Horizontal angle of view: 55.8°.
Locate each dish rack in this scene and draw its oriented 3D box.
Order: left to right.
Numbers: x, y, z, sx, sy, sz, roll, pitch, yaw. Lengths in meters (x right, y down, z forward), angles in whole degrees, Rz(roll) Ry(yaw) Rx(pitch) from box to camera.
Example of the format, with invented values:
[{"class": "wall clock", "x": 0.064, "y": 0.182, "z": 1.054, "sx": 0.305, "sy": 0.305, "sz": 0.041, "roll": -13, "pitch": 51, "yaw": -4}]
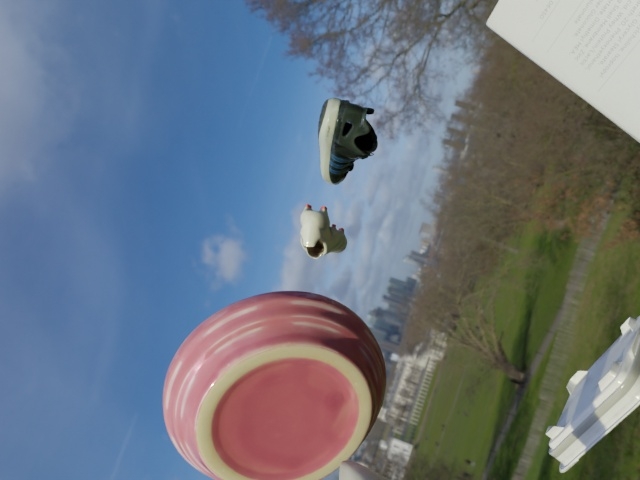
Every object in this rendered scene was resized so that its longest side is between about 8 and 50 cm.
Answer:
[{"class": "dish rack", "x": 0.587, "y": 0.303, "z": 1.259, "sx": 0.285, "sy": 0.072, "sz": 0.333, "roll": -38, "pitch": -23, "yaw": -44}]

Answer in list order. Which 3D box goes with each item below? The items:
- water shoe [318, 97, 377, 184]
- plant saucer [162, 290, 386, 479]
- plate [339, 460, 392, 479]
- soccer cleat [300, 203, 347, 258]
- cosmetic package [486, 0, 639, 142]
[{"class": "water shoe", "x": 0.043, "y": -0.132, "z": 0.891, "sx": 0.203, "sy": 0.080, "sz": 0.073, "roll": 74, "pitch": -151, "yaw": -72}, {"class": "plant saucer", "x": -0.056, "y": 0.236, "z": 0.868, "sx": 0.084, "sy": 0.331, "sz": 0.333, "roll": -123, "pitch": 45, "yaw": -64}, {"class": "plate", "x": 0.139, "y": 0.447, "z": 0.775, "sx": 0.045, "sy": 0.277, "sz": 0.278, "roll": -42, "pitch": 29, "yaw": 32}, {"class": "soccer cleat", "x": 0.000, "y": 0.000, "z": 1.049, "sx": 0.196, "sy": 0.068, "sz": 0.076, "roll": 50, "pitch": -132, "yaw": -69}, {"class": "cosmetic package", "x": 0.285, "y": -0.166, "z": 0.433, "sx": 0.224, "sy": 0.224, "sz": 0.138, "roll": -31, "pitch": -22, "yaw": -39}]
